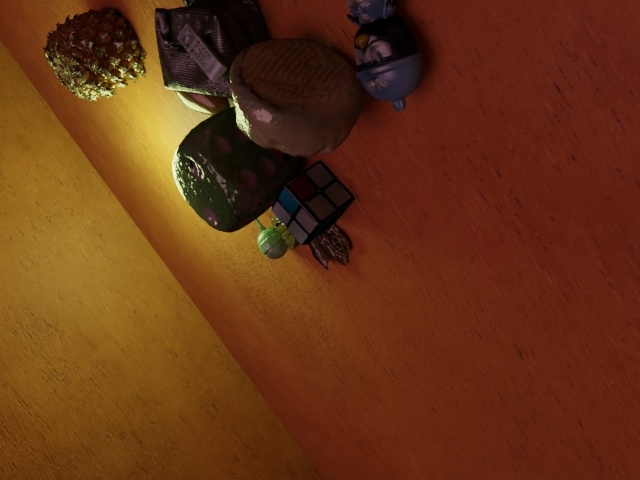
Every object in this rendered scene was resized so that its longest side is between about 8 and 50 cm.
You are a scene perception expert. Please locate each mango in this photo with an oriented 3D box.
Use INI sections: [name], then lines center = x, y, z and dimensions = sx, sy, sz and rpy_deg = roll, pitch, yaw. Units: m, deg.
[mango]
center = -0.422, -0.518, 1.954
dimensions = 0.253, 0.113, 0.138
rpy_deg = 36, 142, 10

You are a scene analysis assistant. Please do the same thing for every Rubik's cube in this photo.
[Rubik's cube]
center = -0.029, -0.120, 1.793
dimensions = 0.180, 0.183, 0.167
rpy_deg = 50, 147, 6

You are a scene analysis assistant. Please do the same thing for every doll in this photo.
[doll]
center = 0.143, -0.454, 1.283
dimensions = 0.177, 0.141, 0.314
rpy_deg = 4, 122, 53

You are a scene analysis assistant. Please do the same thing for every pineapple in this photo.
[pineapple]
center = -0.894, -0.728, 2.169
dimensions = 0.352, 0.300, 0.352
rpy_deg = 29, 146, 22

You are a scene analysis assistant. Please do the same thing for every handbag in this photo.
[handbag]
center = -0.325, -0.587, 1.628
dimensions = 0.340, 0.247, 0.240
rpy_deg = 14, 135, 25

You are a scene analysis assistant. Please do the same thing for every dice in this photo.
[dice]
center = -0.285, -0.243, 1.858
dimensions = 0.318, 0.322, 0.330
rpy_deg = 49, 149, 2

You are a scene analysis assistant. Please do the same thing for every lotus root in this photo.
[lotus root]
center = -0.107, -0.047, 2.063
dimensions = 0.143, 0.070, 0.144
rpy_deg = 57, 157, -3

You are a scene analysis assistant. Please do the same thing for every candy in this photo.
[candy]
center = -0.280, -0.114, 2.203
dimensions = 0.440, 0.119, 0.119
rpy_deg = 54, 149, 8

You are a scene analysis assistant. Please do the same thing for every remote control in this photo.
[remote control]
center = -0.324, -0.516, 1.509
dimensions = 0.061, 0.029, 0.162
rpy_deg = -38, 91, 34

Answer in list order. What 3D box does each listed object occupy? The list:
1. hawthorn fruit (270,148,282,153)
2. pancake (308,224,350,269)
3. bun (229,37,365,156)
[hawthorn fruit]
center = -0.110, -0.370, 1.657
dimensions = 0.179, 0.179, 0.201
rpy_deg = -25, 92, 57
[pancake]
center = 0.000, 0.000, 1.993
dimensions = 0.257, 0.056, 0.212
rpy_deg = 43, 147, 13
[bun]
center = -0.071, -0.368, 1.456
dimensions = 0.359, 0.359, 0.211
rpy_deg = 40, 149, 18
